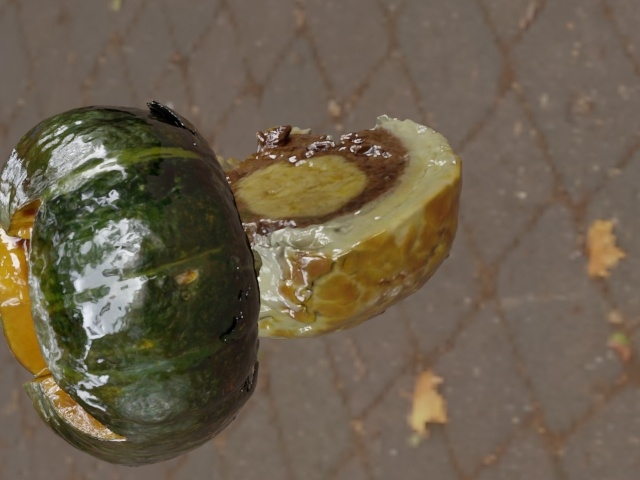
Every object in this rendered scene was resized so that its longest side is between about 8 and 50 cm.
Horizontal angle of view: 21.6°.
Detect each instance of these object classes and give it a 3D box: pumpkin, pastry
[{"bbox_3d":[-0.117,0.024,1.054,0.238,0.159,0.238,171,90,-68],"label":"pumpkin"},{"bbox_3d":[0.010,-0.001,1.479,0.236,0.256,0.170,19,125,39],"label":"pastry"}]
